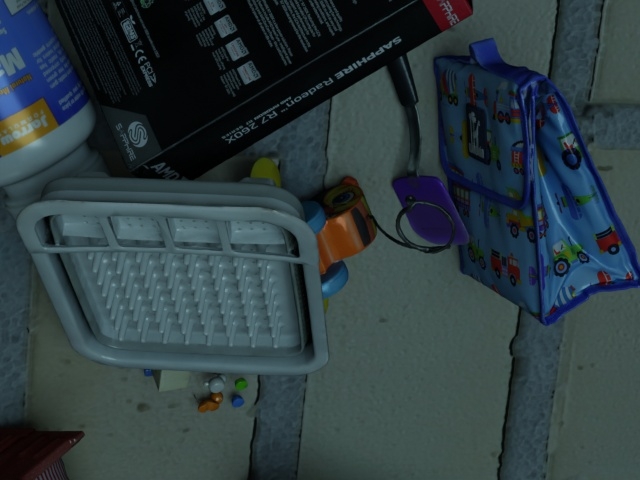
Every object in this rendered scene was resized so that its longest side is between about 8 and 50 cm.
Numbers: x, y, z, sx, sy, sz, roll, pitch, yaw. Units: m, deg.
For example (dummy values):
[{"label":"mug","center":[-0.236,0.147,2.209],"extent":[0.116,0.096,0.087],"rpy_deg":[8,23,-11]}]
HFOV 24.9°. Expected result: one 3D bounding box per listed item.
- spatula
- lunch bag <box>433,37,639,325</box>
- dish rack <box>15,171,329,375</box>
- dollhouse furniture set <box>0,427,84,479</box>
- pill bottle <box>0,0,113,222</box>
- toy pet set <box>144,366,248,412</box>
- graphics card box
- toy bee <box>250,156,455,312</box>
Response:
[{"label":"spatula","center":[0.102,-0.131,1.659],"extent":[0.030,0.084,0.297],"rpy_deg":[-24,105,-40]},{"label":"lunch bag","center":[0.224,-0.086,1.616],"extent":[0.138,0.221,0.293],"rpy_deg":[-22,109,-12]},{"label":"dish rack","center":[-0.135,0.031,1.467],"extent":[0.285,0.072,0.333],"rpy_deg":[2,147,5]},{"label":"dollhouse furniture set","center":[-0.380,0.375,1.489],"extent":[0.374,0.152,0.201],"rpy_deg":[-42,121,-47]},{"label":"pill bottle","center":[-0.321,-0.149,1.466],"extent":[0.152,0.152,0.272],"rpy_deg":[-30,110,-8]},{"label":"toy pet set","center":[-0.143,0.135,1.656],"extent":[0.114,0.065,0.122],"rpy_deg":[-7,136,-21]},{"label":"graphics card box","center":[-0.061,-0.235,1.441],"extent":[0.370,0.094,0.233],"rpy_deg":[-30,68,8]},{"label":"toy bee","center":[0.000,0.000,1.627],"extent":[0.298,0.162,0.195],"rpy_deg":[4,118,5]}]
